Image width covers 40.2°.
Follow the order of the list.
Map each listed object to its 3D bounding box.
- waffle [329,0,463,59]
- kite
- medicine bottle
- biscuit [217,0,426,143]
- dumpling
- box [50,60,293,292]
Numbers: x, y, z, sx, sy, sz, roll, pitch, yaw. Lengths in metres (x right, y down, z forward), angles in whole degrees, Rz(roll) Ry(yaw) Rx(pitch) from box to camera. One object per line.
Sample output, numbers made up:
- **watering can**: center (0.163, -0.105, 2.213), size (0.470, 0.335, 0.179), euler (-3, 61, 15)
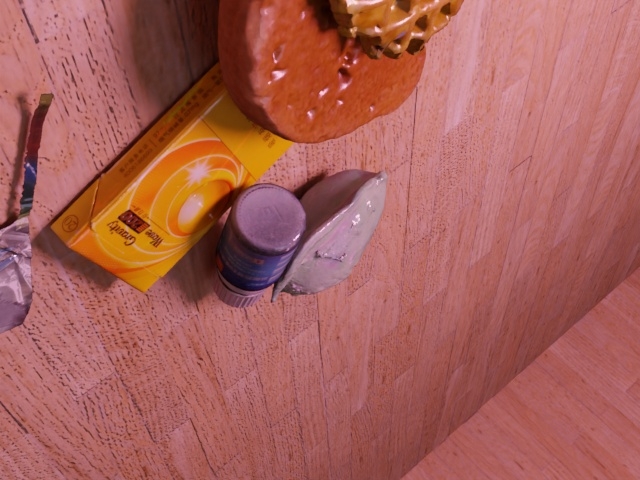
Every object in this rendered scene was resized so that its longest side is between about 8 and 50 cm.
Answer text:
- **waffle**: center (0.093, -0.273, 0.742), size (0.245, 0.052, 0.254), euler (-57, 154, 7)
- **kite**: center (-0.300, -0.003, 0.763), size (0.169, 0.015, 0.310), euler (-11, 140, -49)
- **medicine bottle**: center (-0.076, 0.013, 0.990), size (0.083, 0.083, 0.203), euler (-34, 169, -24)
- **biscuit**: center (0.057, -0.297, 0.774), size (0.350, 0.078, 0.455), euler (-3, 124, -63)
- **dumpling**: center (0.009, 0.003, 1.076), size (0.105, 0.149, 0.216), euler (31, 112, -21)
- **box**: center (-0.127, -0.072, 0.884), size (0.269, 0.043, 0.152), euler (-46, 152, -2)
